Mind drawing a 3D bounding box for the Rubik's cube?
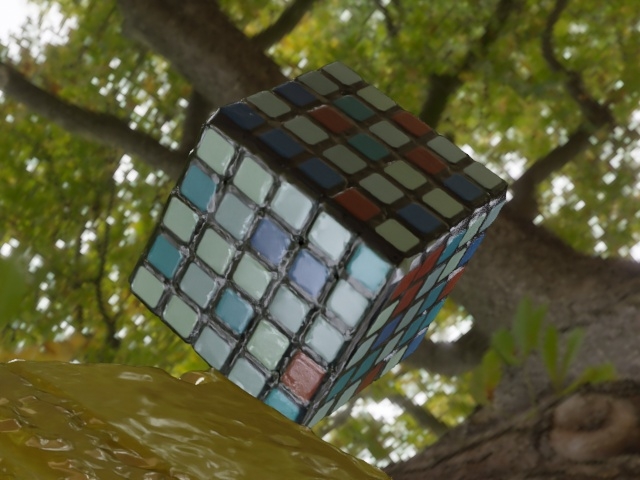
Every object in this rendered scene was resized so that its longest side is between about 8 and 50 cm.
[{"bbox_3d":[0.000,0.000,0.954,0.184,0.187,0.182,41,-144,15],"label":"Rubik's cube"}]

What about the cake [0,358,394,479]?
[{"bbox_3d":[-0.055,0.177,0.451,0.286,0.222,0.227,10,-170,-44],"label":"cake"}]
